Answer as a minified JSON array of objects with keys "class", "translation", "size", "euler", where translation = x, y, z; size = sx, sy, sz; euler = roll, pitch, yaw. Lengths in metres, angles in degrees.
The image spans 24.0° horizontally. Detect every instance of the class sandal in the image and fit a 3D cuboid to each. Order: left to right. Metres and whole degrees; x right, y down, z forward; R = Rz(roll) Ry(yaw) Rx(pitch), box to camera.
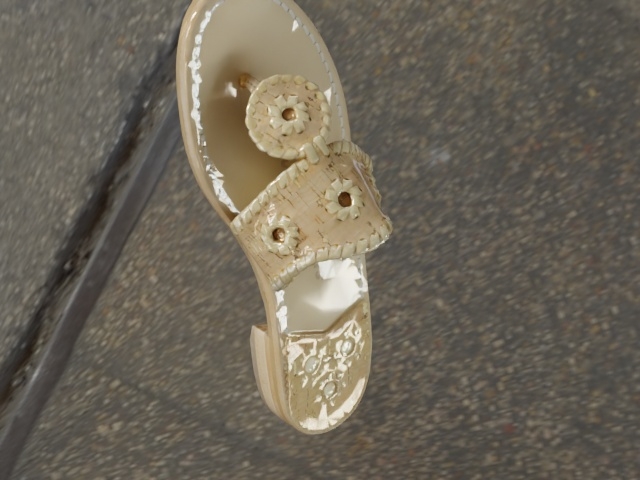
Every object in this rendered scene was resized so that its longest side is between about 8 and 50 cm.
[{"class":"sandal","translation":[0.005,-0.003,0.687],"size":[0.088,0.079,0.240],"euler":[-31,127,-30]}]
